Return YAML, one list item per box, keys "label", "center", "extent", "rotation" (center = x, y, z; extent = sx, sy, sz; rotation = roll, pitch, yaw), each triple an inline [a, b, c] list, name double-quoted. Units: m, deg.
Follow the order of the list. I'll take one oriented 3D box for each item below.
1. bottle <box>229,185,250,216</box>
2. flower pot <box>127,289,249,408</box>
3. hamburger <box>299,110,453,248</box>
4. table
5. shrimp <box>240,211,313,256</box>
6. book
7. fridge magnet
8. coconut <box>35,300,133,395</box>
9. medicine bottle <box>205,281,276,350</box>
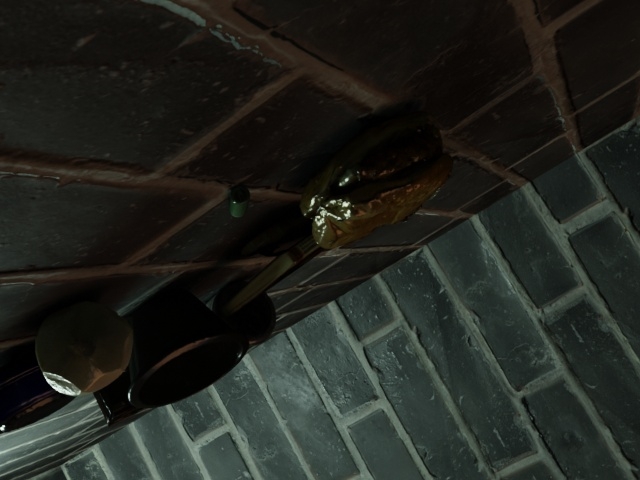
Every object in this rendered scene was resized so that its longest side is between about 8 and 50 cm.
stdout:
- label: "bottle"
  center: [-0.128, -0.059, 1.224]
  extent: [0.030, 0.030, 0.083]
  rotation: [-27, 171, -15]
- label: "flower pot"
  center: [-0.300, 0.211, 1.631]
  extent: [0.269, 0.166, 0.269]
  rotation: [-26, 156, -13]
- label: "hamburger"
  center: [0.095, -0.103, 1.328]
  extent: [0.259, 0.144, 0.283]
  rotation: [-19, 171, -30]
- label: "table"
  center: [-0.434, 0.306, 1.781]
  extent: [0.169, 0.172, 0.193]
  rotation: [-25, 170, -23]
- label: "shrimp"
  center: [-0.059, -0.017, 1.587]
  extent: [0.219, 0.046, 0.152]
  rotation: [-29, 170, 3]
- label: "book"
  center: [0.000, 0.000, 1.659]
  extent: [0.428, 0.039, 0.300]
  rotation: [-35, 177, -41]
- label: "fridge magnet"
  center: [-0.554, 0.281, 1.487]
  extent: [0.265, 0.112, 0.265]
  rotation: [-30, 169, -6]
- label: "coconut"
  center: [-0.395, 0.179, 1.314]
  extent: [0.161, 0.161, 0.162]
  rotation: [-25, 178, -25]
- label: "medicine bottle"
  center: [-0.239, 0.223, 1.956]
  extent: [0.165, 0.165, 0.273]
  rotation: [-21, 169, -40]
